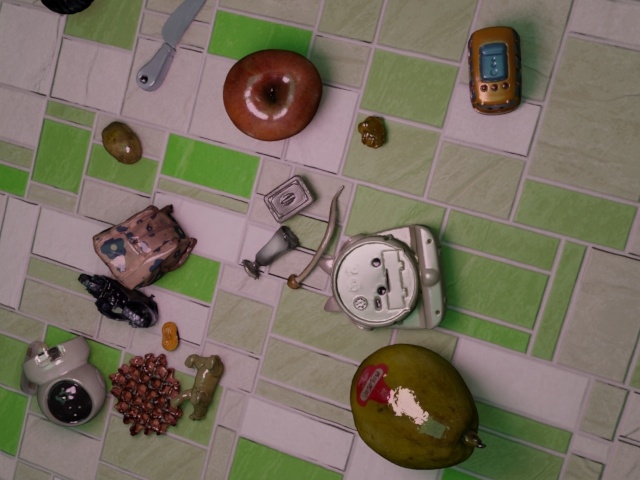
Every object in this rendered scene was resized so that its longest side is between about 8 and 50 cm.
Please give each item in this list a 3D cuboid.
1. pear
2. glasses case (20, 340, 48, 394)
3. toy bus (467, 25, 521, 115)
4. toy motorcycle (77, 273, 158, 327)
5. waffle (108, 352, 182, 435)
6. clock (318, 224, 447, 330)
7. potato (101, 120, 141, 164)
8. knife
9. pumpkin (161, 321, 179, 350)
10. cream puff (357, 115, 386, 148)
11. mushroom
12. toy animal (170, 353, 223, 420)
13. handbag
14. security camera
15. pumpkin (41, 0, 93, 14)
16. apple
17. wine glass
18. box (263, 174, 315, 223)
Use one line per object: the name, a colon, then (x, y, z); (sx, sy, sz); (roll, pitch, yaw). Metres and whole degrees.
pear: (0.237, 0.407, 1.696); (0.375, 0.287, 0.287); (22, 100, 46)
glasses case: (-0.852, 0.381, 2.119); (0.063, 0.041, 0.164); (17, 97, 14)
toy bus: (0.416, -0.409, 1.698); (0.126, 0.136, 0.209); (-2, 94, 15)
toy motorcycle: (-0.554, 0.171, 1.991); (0.270, 0.159, 0.106); (31, 90, 27)
waffle: (-0.492, 0.442, 2.024); (0.221, 0.055, 0.234); (-26, 82, 15)
clock: (0.152, 0.105, 1.807); (0.324, 0.108, 0.265); (-8, 91, 15)
potato: (-0.559, -0.274, 1.994); (0.138, 0.070, 0.091); (45, 101, 9)
knife: (-0.410, -0.562, 1.961); (0.080, 0.044, 0.331); (33, 94, 18)
pumpkin: (-0.420, 0.270, 2.007); (0.050, 0.028, 0.083); (-5, 83, 13)
cream puff: (0.132, -0.274, 1.823); (0.083, 0.083, 0.058); (41, 147, -1)
mushroom: (-0.002, 0.000, 1.869); (0.068, 0.043, 0.306); (35, 102, 30)
toy animal: (-0.327, 0.406, 1.959); (0.103, 0.101, 0.218); (22, 93, 37)
handbag: (-0.459, 0.009, 1.899); (0.193, 0.251, 0.190); (-38, 90, 4)
security camera: (-0.712, 0.409, 2.014); (0.195, 0.194, 0.236); (-24, 91, 15)
pumpkin: (-0.709, -0.724, 1.978); (0.194, 0.150, 0.194); (21, 121, 40)
apple: (-0.120, -0.371, 1.807); (0.254, 0.253, 0.253); (1, 93, 15)
wine glass: (-0.133, 0.033, 1.901); (0.155, 0.072, 0.072); (-40, 83, 14)
box: (-0.077, -0.109, 1.880); (0.122, 0.062, 0.089); (-33, 85, 15)
